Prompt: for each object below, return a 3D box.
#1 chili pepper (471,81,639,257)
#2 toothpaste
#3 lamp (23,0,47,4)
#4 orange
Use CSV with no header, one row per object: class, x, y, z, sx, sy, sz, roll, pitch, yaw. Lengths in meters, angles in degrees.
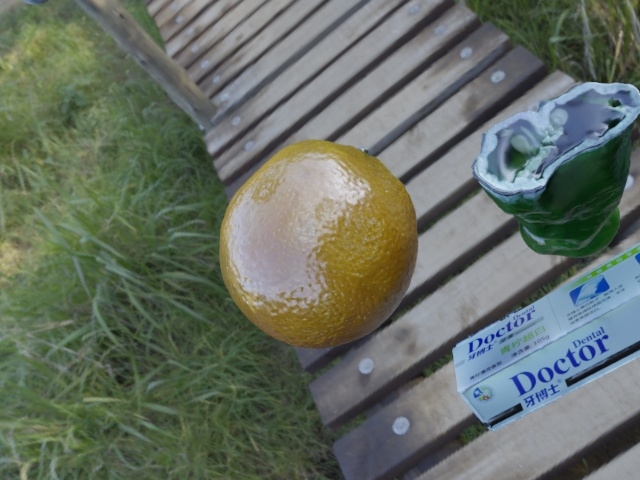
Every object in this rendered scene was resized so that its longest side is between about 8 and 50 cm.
chili pepper,0.235,-0.049,0.677,0.136,0.270,0.099,-45,61,4
toothpaste,0.285,0.065,0.671,0.336,0.067,0.081,-35,15,19
lamp,-0.504,-0.466,0.959,0.247,0.301,0.247,17,107,38
orange,0.000,0.000,0.889,0.264,0.264,0.264,-18,54,26
